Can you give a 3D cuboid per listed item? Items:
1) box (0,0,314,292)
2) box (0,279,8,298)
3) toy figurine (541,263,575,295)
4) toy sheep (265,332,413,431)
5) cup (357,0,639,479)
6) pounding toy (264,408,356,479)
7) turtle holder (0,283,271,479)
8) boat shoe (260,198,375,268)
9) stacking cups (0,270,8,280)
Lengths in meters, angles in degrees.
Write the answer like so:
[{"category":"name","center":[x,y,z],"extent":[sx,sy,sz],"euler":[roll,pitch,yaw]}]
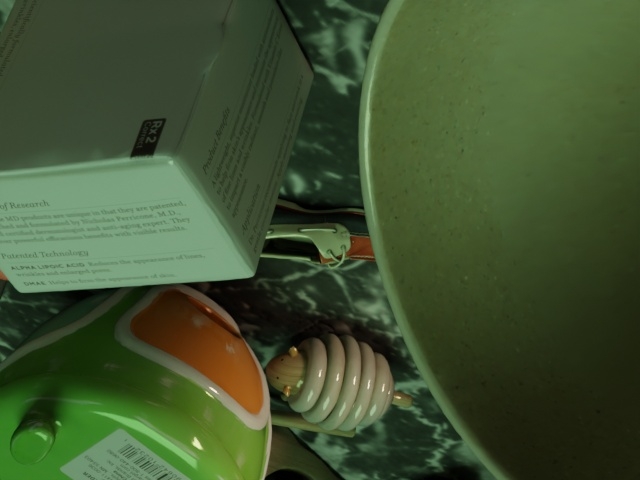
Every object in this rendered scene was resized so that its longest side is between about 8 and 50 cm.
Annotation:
[{"category":"box","center":[-0.121,-0.074,0.950],"extent":[0.182,0.181,0.119],"euler":[-4,139,24]},{"category":"box","center":[-0.458,-0.001,1.271],"extent":[0.322,0.058,0.232],"euler":[36,139,-24]},{"category":"toy figurine","center":[0.171,0.017,0.988],"extent":[0.173,0.159,0.130],"euler":[23,143,-12]},{"category":"toy sheep","center":[0.017,0.121,1.247],"extent":[0.132,0.091,0.091],"euler":[10,146,-18]},{"category":"cup","center":[0.210,-0.027,0.797],"extent":[0.237,0.331,0.331],"euler":[-18,155,-28]},{"category":"pounding toy","center":[-0.035,0.255,1.378],"extent":[0.155,0.154,0.269],"euler":[-14,135,34]},{"category":"turtle holder","center":[-0.167,0.177,1.235],"extent":[0.243,0.227,0.320],"euler":[18,135,2]},{"category":"boat shoe","center":[0.000,0.000,1.123],"extent":[0.137,0.043,0.049],"euler":[11,142,3]},{"category":"stacking cups","center":[-0.291,-0.078,1.074],"extent":[0.096,0.096,0.316],"euler":[-3,140,22]}]
